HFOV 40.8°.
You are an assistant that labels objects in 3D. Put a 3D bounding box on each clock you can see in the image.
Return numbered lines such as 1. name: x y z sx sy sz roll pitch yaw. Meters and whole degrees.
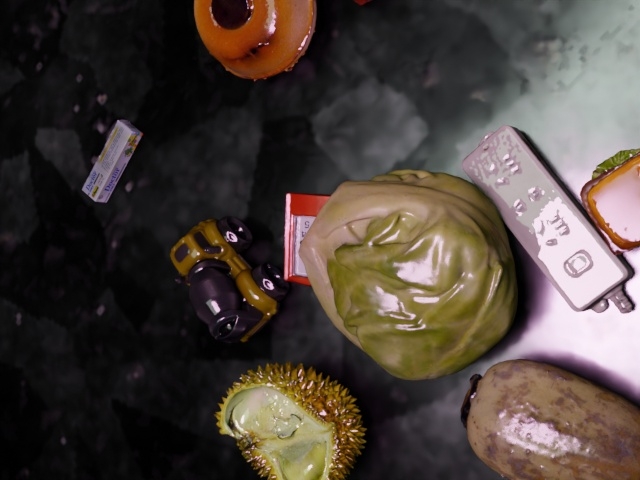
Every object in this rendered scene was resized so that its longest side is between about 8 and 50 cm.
1. clock: 0.000 0.000 1.428 0.113 0.061 0.155 6 95 28

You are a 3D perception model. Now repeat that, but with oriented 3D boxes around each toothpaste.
1. toothpaste: -0.402 -0.153 1.656 0.046 0.034 0.164 38 106 23

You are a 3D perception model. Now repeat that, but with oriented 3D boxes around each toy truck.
1. toy truck: -0.175 0.067 1.458 0.147 0.165 0.224 -43 70 21

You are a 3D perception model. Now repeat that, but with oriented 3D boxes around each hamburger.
1. hamburger: 0.447 -0.066 1.173 0.166 0.087 0.137 -32 74 23
2. hamburger: -0.108 -0.384 1.443 0.237 0.147 0.236 7 105 28

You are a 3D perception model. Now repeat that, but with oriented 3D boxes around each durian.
1. durian: -0.041 0.301 1.379 0.237 0.176 0.200 29 93 20

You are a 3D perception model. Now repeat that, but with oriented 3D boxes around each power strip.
1. power strip: 0.333 -0.027 1.250 0.098 0.058 0.338 -42 72 21

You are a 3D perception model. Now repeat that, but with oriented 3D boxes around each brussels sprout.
1. brussels sprout: 0.137 0.044 1.253 0.328 0.247 0.328 1 92 21

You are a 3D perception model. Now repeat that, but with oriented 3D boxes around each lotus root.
1. lotus root: 0.348 0.269 1.192 0.309 0.173 0.173 17 97 20

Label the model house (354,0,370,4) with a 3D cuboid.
1. model house: 0.042 -0.496 1.304 0.196 0.254 0.160 -42 75 22
